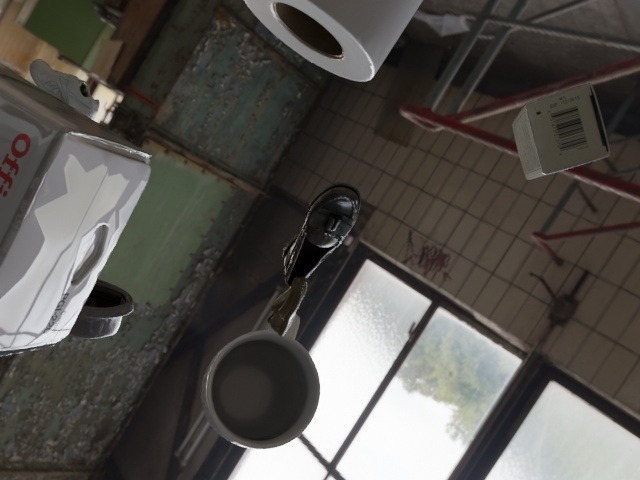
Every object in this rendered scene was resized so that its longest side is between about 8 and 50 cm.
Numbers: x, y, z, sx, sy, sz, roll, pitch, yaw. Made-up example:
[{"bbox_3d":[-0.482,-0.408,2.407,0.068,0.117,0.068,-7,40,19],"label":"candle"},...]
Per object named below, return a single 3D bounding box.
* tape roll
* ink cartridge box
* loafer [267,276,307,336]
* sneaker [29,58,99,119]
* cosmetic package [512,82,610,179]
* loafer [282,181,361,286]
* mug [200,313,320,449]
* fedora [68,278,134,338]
[{"bbox_3d":[0.023,-0.383,0.861,0.246,0.169,0.246,32,180,0],"label":"tape roll"},{"bbox_3d":[-0.251,-0.044,0.395,0.218,0.158,0.092,30,-174,16],"label":"ink cartridge box"},{"bbox_3d":[-0.068,0.126,1.111,0.050,0.148,0.056,25,-150,4],"label":"loafer"},{"bbox_3d":[-0.410,-0.247,0.923,0.152,0.061,0.054,47,-166,11],"label":"sneaker"},{"bbox_3d":[0.502,-0.221,1.217,0.296,0.129,0.153,-22,-84,-76],"label":"cosmetic package"},{"bbox_3d":[0.000,0.000,1.102,0.096,0.267,0.084,21,-132,-14],"label":"loafer"},{"bbox_3d":[-0.156,0.354,1.509,0.276,0.373,0.328,27,158,-7],"label":"mug"},{"bbox_3d":[-0.684,0.203,1.655,0.276,0.124,0.244,18,-168,12],"label":"fedora"}]
